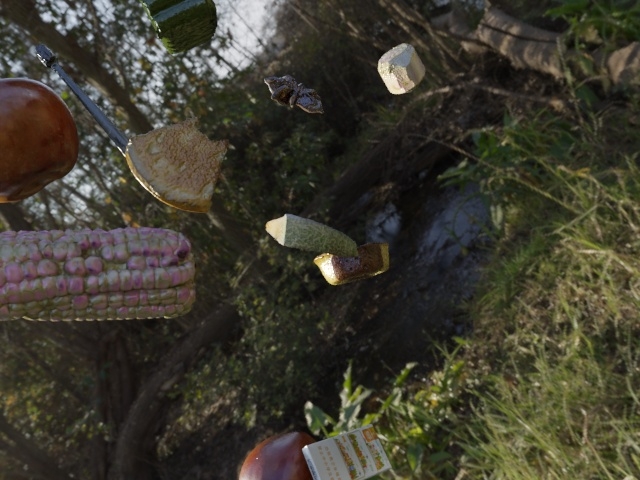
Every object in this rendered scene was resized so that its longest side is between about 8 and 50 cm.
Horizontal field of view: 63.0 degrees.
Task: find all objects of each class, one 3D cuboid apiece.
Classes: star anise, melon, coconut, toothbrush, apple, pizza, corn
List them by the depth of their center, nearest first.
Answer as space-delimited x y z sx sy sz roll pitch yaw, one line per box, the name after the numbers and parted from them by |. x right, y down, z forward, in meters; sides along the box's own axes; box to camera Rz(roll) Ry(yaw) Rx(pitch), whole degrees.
-0.310 0.040 0.620 0.127 0.335 0.126 -2 88 55 | corn
0.001 0.000 0.917 0.098 0.182 0.054 -175 99 -68 | melon
-0.260 -0.158 0.980 0.034 0.181 0.262 -52 16 39 | pizza
-0.451 -0.265 1.023 0.030 0.297 0.030 -41 2 -11 | toothbrush
-0.607 -0.192 1.028 0.253 0.253 0.253 -45 16 17 | apple
-0.096 0.612 1.352 0.234 0.234 0.234 -45 16 17 | apple
0.227 -0.463 1.439 0.116 0.122 0.116 -28 32 20 | coconut
-0.092 -0.509 1.798 0.197 0.212 0.073 57 132 36 | star anise

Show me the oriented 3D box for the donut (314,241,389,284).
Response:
0.080 0.054 1.211 0.166 0.073 0.184 -21 -11 28 | donut

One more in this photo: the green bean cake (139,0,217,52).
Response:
-0.347 -0.576 1.202 0.156 0.247 0.250 -28 12 -4 | green bean cake

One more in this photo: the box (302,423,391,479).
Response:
0.068 0.541 1.299 0.032 0.220 0.122 -52 53 39 | box
